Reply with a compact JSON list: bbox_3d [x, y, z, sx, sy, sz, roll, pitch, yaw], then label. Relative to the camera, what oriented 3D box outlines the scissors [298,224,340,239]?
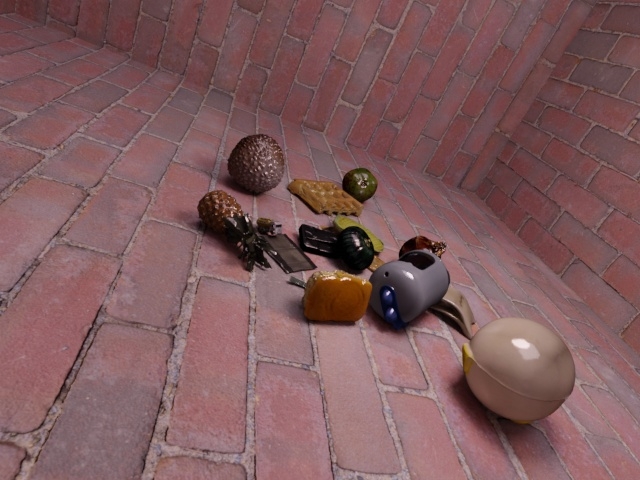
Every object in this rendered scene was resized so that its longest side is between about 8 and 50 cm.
[{"bbox_3d":[0.012,-0.020,1.978,0.160,0.024,0.317,41,30,28],"label":"scissors"}]

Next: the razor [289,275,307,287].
[{"bbox_3d":[-0.024,0.174,1.568,0.191,0.037,0.068,20,67,-2],"label":"razor"}]

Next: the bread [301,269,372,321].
[{"bbox_3d":[0.053,0.190,1.461,0.245,0.174,0.121,10,10,-33],"label":"bread"}]

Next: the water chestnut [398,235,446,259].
[{"bbox_3d":[0.479,0.086,1.974,0.224,0.238,0.224,51,23,-31],"label":"water chestnut"}]

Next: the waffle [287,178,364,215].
[{"bbox_3d":[0.028,-0.239,2.351,0.348,0.078,0.304,-3,36,-45],"label":"waffle"}]

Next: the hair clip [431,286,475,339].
[{"bbox_3d":[0.555,0.271,1.822,0.282,0.113,0.172,32,26,12],"label":"hair clip"}]

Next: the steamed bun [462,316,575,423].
[{"bbox_3d":[0.646,0.414,1.411,0.373,0.334,0.334,-5,39,-46],"label":"steamed bun"}]

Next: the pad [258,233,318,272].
[{"bbox_3d":[-0.138,0.047,1.718,0.174,0.022,0.233,-5,40,-47],"label":"pad"}]

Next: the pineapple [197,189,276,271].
[{"bbox_3d":[-0.301,-0.042,1.579,0.364,0.166,0.165,41,29,27],"label":"pineapple"}]

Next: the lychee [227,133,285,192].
[{"bbox_3d":[-0.300,-0.369,2.066,0.300,0.300,0.300,21,26,-11],"label":"lychee"}]

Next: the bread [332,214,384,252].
[{"bbox_3d":[0.187,-0.030,2.108,0.301,0.045,0.301,27,19,-10],"label":"bread"}]

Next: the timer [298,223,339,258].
[{"bbox_3d":[0.000,0.000,1.867,0.187,0.055,0.144,15,39,-23],"label":"timer"}]

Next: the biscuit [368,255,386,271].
[{"bbox_3d":[0.233,0.096,1.956,0.247,0.029,0.118,36,28,20],"label":"biscuit"}]

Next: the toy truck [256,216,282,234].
[{"bbox_3d":[-0.212,-0.060,1.773,0.123,0.063,0.052,10,11,39],"label":"toy truck"}]

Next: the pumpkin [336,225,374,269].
[{"bbox_3d":[0.155,0.031,1.838,0.202,0.140,0.202,47,30,-38],"label":"pumpkin"}]

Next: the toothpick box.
[{"bbox_3d":[0.327,0.192,1.648,0.263,0.263,0.354,38,29,24],"label":"toothpick box"}]

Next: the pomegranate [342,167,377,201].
[{"bbox_3d":[0.223,-0.332,2.603,0.214,0.214,0.248,18,-6,-16],"label":"pomegranate"}]
